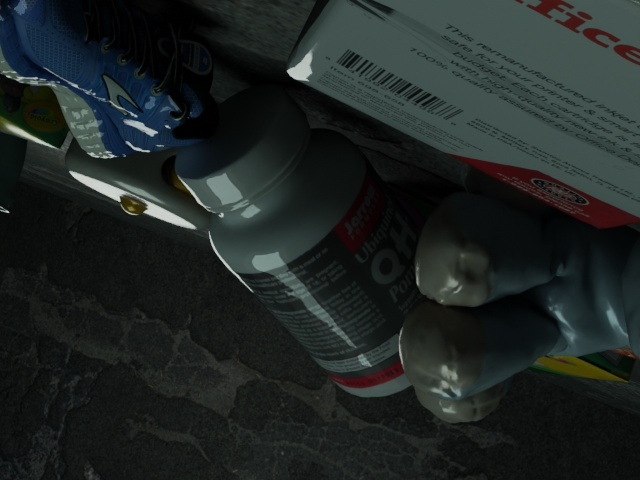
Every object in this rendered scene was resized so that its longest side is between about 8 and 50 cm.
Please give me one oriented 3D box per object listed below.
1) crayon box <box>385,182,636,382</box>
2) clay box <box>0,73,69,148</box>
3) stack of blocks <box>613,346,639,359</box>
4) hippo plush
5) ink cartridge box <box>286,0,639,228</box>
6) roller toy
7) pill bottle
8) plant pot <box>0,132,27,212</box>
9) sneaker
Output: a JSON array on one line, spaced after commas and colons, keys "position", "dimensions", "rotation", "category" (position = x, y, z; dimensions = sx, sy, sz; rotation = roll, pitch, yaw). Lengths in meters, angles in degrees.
[{"position": [0.189, 0.063, 1.471], "dimensions": [0.363, 0.106, 0.313], "rotation": [24, 173, -7], "category": "crayon box"}, {"position": [-0.327, -0.148, 1.067], "dimensions": [0.127, 0.053, 0.222], "rotation": [18, 170, 41], "category": "clay box"}, {"position": [0.299, 0.056, 1.155], "dimensions": [0.297, 0.087, 0.171], "rotation": [19, 171, 34], "category": "stack of blocks"}, {"position": [0.214, 0.062, 0.876], "dimensions": [0.237, 0.234, 0.294], "rotation": [21, 172, 25], "category": "hippo plush"}, {"position": [0.113, -0.101, 0.479], "dimensions": [0.197, 0.114, 0.273], "rotation": [25, 174, -8], "category": "ink cartridge box"}, {"position": [-0.193, -0.097, 1.348], "dimensions": [0.209, 0.146, 0.191], "rotation": [23, 173, 2], "category": "roller toy"}, {"position": [0.000, 0.000, 1.152], "dimensions": [0.176, 0.176, 0.318], "rotation": [14, 150, 53], "category": "pill bottle"}, {"position": [-0.505, -0.185, 1.496], "dimensions": [0.293, 0.196, 0.293], "rotation": [22, 172, 3], "category": "plant pot"}, {"position": [-0.168, -0.169, 0.958], "dimensions": [0.147, 0.129, 0.330], "rotation": [1, 163, 13], "category": "sneaker"}]
